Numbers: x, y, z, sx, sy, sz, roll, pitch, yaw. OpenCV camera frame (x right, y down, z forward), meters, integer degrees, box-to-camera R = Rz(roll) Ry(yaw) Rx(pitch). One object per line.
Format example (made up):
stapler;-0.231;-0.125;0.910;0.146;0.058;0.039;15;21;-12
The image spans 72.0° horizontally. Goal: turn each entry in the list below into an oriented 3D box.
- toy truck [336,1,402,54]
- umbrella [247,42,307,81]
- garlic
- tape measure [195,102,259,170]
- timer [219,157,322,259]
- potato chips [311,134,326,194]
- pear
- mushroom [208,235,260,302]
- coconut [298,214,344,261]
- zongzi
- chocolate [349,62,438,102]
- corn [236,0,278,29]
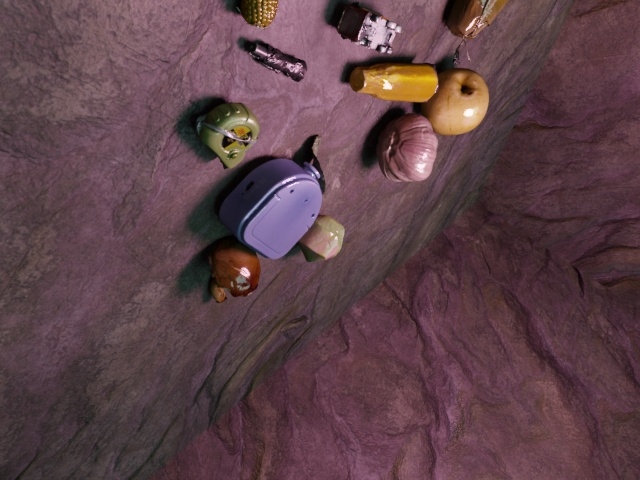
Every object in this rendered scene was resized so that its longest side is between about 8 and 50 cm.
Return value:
toy truck;0.162;-0.684;1.426;0.270;0.135;0.114;-20;140;-53
umbrella;-0.122;-0.521;1.270;0.236;0.059;0.066;0;105;-56
garlic;0.377;-0.417;1.975;0.259;0.317;0.317;0;127;-44
tape measure;-0.264;-0.315;1.271;0.175;0.106;0.200;-36;153;3
timer;-0.160;-0.134;1.609;0.395;0.173;0.395;-36;151;-24
potato chips;-0.020;-0.284;1.698;0.059;0.228;0.167;-1;169;-17
pear;0.614;-0.631;2.036;0.309;0.309;0.309;-38;153;-24
mushroom;-0.369;0.142;1.688;0.233;0.208;0.302;39;104;-25
coconut;0.000;0.000;2.034;0.205;0.236;0.235;28;103;-29
zongzi;0.577;-0.967;1.689;0.447;0.181;0.418;-50;140;9
chocolate;0.278;-0.622;1.696;0.446;0.162;0.162;-16;139;-43
corn;-0.135;-0.642;1.040;0.091;0.091;0.260;-31;148;-40
